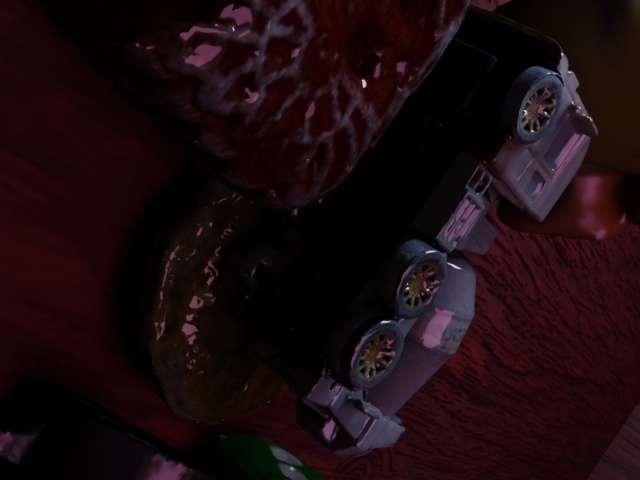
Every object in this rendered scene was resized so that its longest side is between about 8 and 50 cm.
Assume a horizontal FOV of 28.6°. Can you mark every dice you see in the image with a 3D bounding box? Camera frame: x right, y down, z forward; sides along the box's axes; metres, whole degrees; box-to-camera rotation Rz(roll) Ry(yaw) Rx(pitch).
[{"bbox_3d":[-0.054,0.231,0.957,0.131,0.128,0.120,-57,154,5],"label":"dice"}]

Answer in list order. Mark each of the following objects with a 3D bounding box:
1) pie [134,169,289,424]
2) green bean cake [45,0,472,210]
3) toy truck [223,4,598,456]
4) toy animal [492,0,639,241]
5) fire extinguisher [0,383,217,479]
[{"bbox_3d":[0.000,0.000,0.844,0.323,0.070,0.323,-43,155,-27],"label":"pie"},{"bbox_3d":[-0.001,-0.137,0.621,0.233,0.097,0.198,-53,150,-10],"label":"green bean cake"},{"bbox_3d":[0.056,0.002,0.731,0.257,0.108,0.140,-55,141,-4],"label":"toy truck"},{"bbox_3d":[0.211,-0.151,0.814,0.191,0.216,0.338,-57,149,-68],"label":"toy animal"},{"bbox_3d":[-0.224,0.254,0.692,0.376,0.200,0.113,-62,-172,-10],"label":"fire extinguisher"}]
